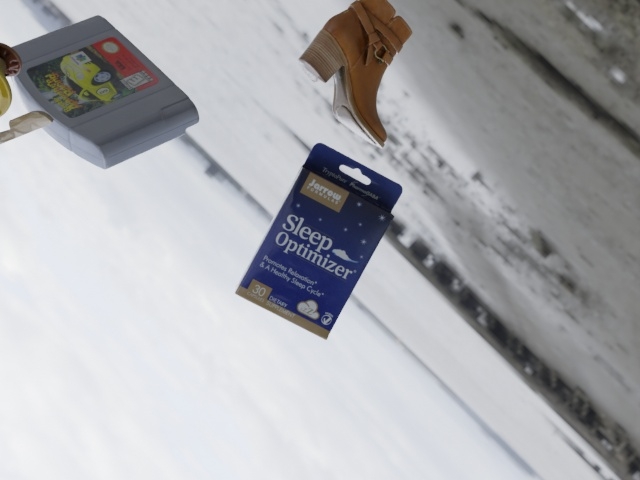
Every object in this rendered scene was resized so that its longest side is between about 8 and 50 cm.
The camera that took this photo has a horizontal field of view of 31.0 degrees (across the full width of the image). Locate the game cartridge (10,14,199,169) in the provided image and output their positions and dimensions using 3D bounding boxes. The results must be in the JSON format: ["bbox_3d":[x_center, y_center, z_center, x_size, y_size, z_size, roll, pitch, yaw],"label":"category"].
[{"bbox_3d":[-0.345,-0.229,1.743,0.294,0.196,0.060,43,151,31],"label":"game cartridge"}]

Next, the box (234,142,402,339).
[{"bbox_3d":[0.000,0.000,1.495,0.136,0.225,0.036,27,-175,-8],"label":"box"}]

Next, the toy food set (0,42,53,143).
[{"bbox_3d":[-0.421,-0.211,1.365,0.128,0.071,0.218,-22,128,39],"label":"toy food set"}]

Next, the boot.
[{"bbox_3d":[0.075,-0.237,1.608,0.073,0.152,0.197,28,161,53],"label":"boot"}]
